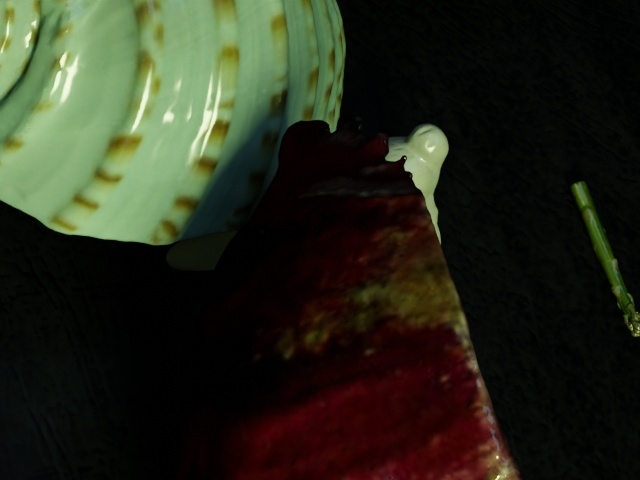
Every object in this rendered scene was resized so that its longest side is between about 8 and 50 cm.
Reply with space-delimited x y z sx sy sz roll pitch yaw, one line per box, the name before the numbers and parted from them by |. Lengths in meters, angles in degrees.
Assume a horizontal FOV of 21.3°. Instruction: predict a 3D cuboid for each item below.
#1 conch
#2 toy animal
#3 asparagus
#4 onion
conch | -0.118 -0.156 1.016 0.303 0.215 0.319 36 45 18
toy animal | 0.000 0.000 1.107 0.127 0.131 0.181 26 36 28
asparagus | 0.211 0.014 1.250 0.015 0.018 0.127 -20 70 0
onion | -0.019 0.093 0.914 0.146 0.314 0.280 -11 58 -16
